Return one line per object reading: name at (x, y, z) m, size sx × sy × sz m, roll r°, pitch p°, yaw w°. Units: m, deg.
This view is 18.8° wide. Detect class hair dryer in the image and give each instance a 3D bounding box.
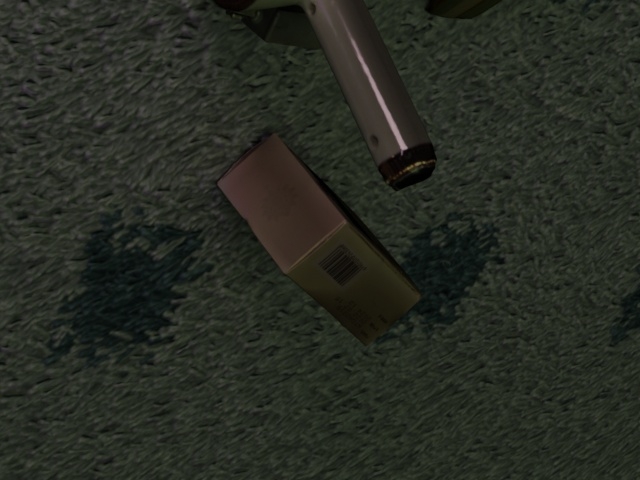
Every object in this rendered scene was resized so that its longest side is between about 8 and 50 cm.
hair dryer at (0.032, -0.197, 1.901) m, size 0.203 × 0.362 × 0.128 m, roll -13°, pitch 162°, yaw -36°

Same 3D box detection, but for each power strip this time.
power strip at (-0.047, -0.237, 2.002) m, size 0.175 × 0.075 × 0.042 m, roll 1°, pitch 125°, yaw -44°

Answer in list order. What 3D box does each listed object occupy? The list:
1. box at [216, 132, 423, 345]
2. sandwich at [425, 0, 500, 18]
box at (0.000, 0.000, 2.182) m, size 0.095 × 0.168 × 0.212 m, roll -43°, pitch 143°, yaw 3°
sandwich at (0.205, -0.296, 2.155) m, size 0.079 × 0.113 × 0.163 m, roll 4°, pitch 121°, yaw -45°
